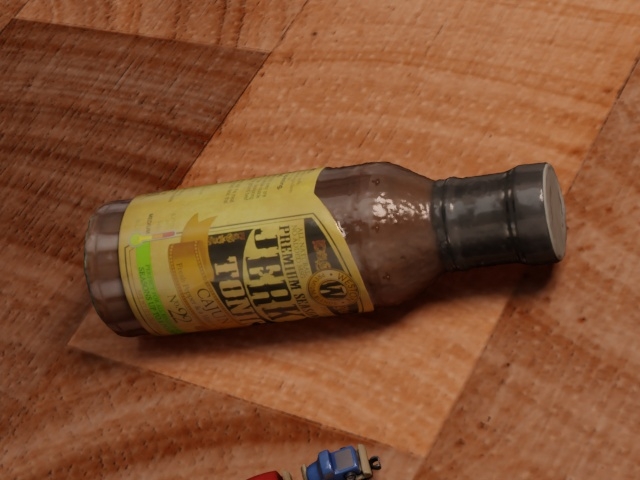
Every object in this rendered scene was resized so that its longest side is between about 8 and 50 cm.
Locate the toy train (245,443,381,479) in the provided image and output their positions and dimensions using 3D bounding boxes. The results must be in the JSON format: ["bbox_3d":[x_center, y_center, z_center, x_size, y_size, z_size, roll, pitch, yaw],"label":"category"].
[{"bbox_3d":[-0.036,0.169,0.923,0.158,0.036,0.027,-21,45,7],"label":"toy train"}]

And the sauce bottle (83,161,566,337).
[{"bbox_3d":[0.000,0.000,1.004,0.345,0.111,0.111,-9,48,20],"label":"sauce bottle"}]
